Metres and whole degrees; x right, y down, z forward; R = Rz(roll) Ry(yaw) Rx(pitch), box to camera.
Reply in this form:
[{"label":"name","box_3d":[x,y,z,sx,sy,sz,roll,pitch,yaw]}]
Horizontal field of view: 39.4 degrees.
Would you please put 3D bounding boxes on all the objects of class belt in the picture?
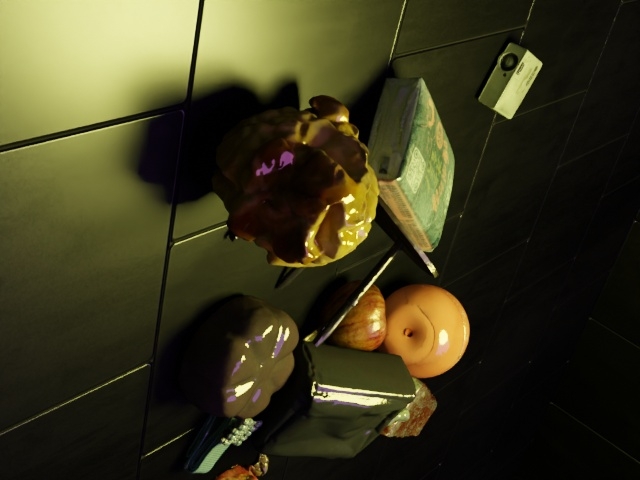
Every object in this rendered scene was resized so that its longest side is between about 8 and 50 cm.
[{"label":"belt","box_3d":[-0.206,0.410,1.828,0.179,0.100,0.065,-57,147,7]}]

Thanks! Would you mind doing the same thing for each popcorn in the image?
[{"label":"popcorn","box_3d":[-0.041,-0.100,1.424,0.225,0.264,0.332,117,-15,-49]}]

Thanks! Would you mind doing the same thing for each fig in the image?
[{"label":"fig","box_3d":[0.061,0.183,1.958,0.202,0.148,0.149,-33,124,16]}]

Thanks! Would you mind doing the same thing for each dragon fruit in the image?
[{"label":"dragon fruit","box_3d":[-0.185,0.620,2.019,0.282,0.147,0.211,-39,146,-24]}]

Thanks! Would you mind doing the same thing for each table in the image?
[{"label":"table","box_3d":[0.000,0.000,1.630,0.249,0.317,0.317,-39,149,-2]}]

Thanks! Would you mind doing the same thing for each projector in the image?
[{"label":"projector","box_3d":[0.426,-0.361,2.022,0.115,0.061,0.147,10,111,-60]}]

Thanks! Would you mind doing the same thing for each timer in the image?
[{"label":"timer","box_3d":[0.244,0.218,2.166,0.230,0.229,0.215,-61,160,9]}]

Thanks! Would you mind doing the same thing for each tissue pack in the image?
[{"label":"tissue pack","box_3d":[0.181,-0.143,1.766,0.316,0.103,0.228,52,49,-59]}]

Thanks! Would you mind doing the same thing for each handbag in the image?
[{"label":"handbag","box_3d":[0.010,0.335,1.901,0.301,0.178,0.275,12,136,-37]}]

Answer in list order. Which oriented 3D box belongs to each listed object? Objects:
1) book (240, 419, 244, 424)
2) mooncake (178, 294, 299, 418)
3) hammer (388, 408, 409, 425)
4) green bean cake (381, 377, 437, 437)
[{"label":"book","box_3d":[-0.152,0.355,1.933,0.111,0.014,0.077,-51,150,-9]},{"label":"mooncake","box_3d":[-0.152,0.226,1.697,0.245,0.133,0.245,-35,139,-39]},{"label":"hammer","box_3d":[0.177,0.382,2.361,0.158,0.041,0.227,2,105,-31]},{"label":"green bean cake","box_3d":[0.232,0.489,2.549,0.199,0.097,0.233,-53,151,-7]}]
